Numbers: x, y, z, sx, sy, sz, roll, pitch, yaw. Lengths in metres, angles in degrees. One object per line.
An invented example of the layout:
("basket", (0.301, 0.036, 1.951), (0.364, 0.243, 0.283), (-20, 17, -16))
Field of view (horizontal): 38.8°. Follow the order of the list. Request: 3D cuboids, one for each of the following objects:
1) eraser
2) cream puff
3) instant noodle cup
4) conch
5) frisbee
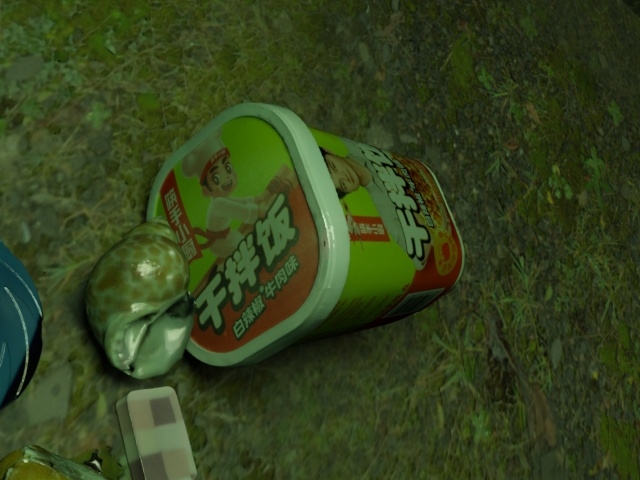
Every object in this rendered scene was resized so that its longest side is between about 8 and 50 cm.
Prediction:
("eraser", (-0.172, 0.208, 0.952), (0.065, 0.026, 0.105), (3, 63, -45))
("cream puff", (-0.234, 0.257, 0.791), (0.121, 0.156, 0.156), (10, 52, -1))
("instant noodle cup", (0.000, 0.000, 1.089), (0.308, 0.294, 0.294), (3, 62, -50))
("conch", (-0.195, 0.059, 0.971), (0.116, 0.106, 0.173), (-3, 91, -33))
("frisbee", (-0.367, 0.062, 0.847), (0.242, 0.045, 0.242), (25, 48, -32))
